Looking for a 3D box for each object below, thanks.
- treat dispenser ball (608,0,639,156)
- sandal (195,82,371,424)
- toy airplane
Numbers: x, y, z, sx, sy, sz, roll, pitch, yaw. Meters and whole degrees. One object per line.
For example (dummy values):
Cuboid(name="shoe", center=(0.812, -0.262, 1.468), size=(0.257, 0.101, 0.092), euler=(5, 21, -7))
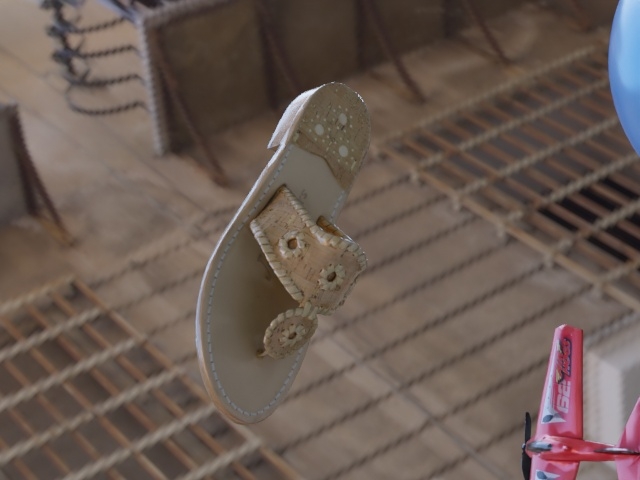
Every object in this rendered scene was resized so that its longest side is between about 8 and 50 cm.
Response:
Cuboid(name="treat dispenser ball", center=(0.395, -0.159, 1.455), size=(0.288, 0.288, 0.288), euler=(-19, -55, -30))
Cuboid(name="sandal", center=(-0.005, -0.003, 1.048), size=(0.088, 0.079, 0.240), euler=(34, -120, -29))
Cuboid(name="toy airplane", center=(0.153, 0.120, 0.975), size=(0.028, 0.151, 0.151), euler=(12, -72, -17))
